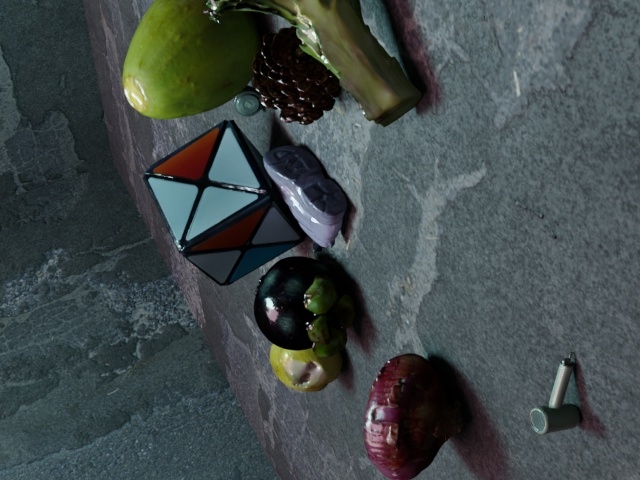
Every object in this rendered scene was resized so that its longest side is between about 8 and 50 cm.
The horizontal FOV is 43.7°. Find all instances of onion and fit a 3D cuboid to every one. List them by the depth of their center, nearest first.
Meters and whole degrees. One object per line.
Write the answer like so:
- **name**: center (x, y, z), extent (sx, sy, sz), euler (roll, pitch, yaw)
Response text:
- **onion**: center (0.177, 0.326, 1.452), extent (0.164, 0.230, 0.230), euler (12, 130, 23)

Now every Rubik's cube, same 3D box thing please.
- **Rubik's cube**: center (-0.211, -0.081, 1.800), extent (0.248, 0.250, 0.246), euler (62, -175, 27)

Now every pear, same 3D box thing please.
- **pear**: center (-0.031, 0.288, 1.954), extent (0.178, 0.178, 0.178), euler (52, 154, 38)

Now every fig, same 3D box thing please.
- **fig**: center (-0.277, -0.383, 1.667), extent (0.258, 0.326, 0.258), euler (33, 155, 17)

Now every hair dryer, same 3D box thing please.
- **hair dryer**: center (0.336, 0.209, 1.111), extent (0.038, 0.063, 0.124), euler (38, 124, 56)

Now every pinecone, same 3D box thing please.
- **pinecone**: center (-0.037, -0.278, 1.404), extent (0.163, 0.163, 0.165), euler (60, 170, 22)

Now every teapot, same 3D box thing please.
- **teapot**: center (-0.174, -0.327, 1.815), extent (0.088, 0.066, 0.057), euler (34, -156, -31)

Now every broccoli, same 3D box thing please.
- **broccoli**: center (0.028, -0.347, 1.185), extent (0.361, 0.252, 0.221), euler (35, 166, -8)

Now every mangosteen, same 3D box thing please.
- **mangosteen**: center (-0.036, 0.146, 1.770), extent (0.243, 0.243, 0.243), euler (52, 154, 38)

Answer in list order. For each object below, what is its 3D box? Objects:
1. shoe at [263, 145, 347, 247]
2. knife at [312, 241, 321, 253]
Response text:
- **shoe**: center (-0.035, -0.093, 1.667), extent (0.245, 0.095, 0.137), euler (47, 149, 32)
- **knife**: center (0.000, 0.000, 1.783), extent (0.031, 0.018, 0.121), euler (63, 161, 18)
